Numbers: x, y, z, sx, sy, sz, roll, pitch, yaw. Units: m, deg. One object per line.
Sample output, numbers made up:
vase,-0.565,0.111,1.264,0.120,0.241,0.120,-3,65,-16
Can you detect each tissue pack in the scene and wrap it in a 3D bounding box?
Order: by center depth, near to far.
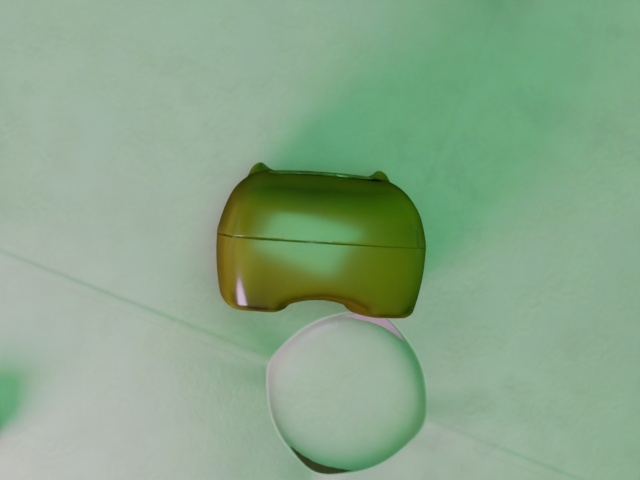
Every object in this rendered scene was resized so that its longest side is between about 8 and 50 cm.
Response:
tissue pack,0.000,0.000,1.193,0.178,0.123,0.127,3,95,-9
